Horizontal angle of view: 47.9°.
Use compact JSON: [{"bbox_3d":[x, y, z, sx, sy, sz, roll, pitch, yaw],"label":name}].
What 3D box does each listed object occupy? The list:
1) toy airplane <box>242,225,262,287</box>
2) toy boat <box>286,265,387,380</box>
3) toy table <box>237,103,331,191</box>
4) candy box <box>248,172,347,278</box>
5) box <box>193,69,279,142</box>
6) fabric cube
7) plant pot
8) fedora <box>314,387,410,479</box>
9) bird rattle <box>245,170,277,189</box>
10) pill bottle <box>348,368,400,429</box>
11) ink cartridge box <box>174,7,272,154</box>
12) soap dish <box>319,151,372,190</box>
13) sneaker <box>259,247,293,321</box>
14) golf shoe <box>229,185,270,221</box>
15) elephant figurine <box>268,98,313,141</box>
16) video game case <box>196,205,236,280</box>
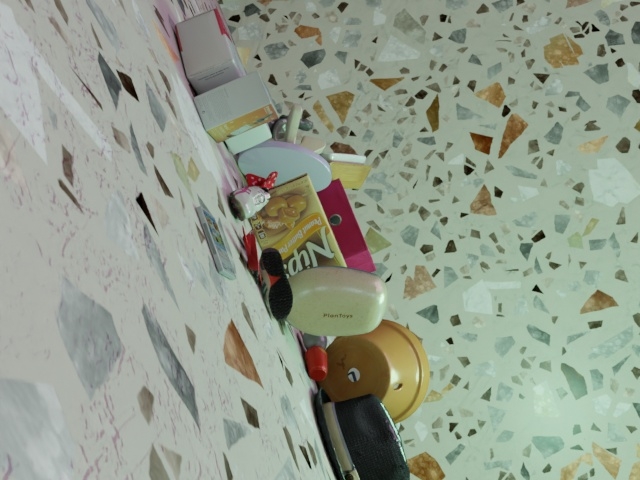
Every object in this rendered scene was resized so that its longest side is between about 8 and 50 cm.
[{"bbox_3d":[-0.146,0.026,1.520,0.151,0.028,0.151,171,-90,-83],"label":"toy airplane"},{"bbox_3d":[0.010,0.181,1.725,0.148,0.267,0.318,-97,-163,-53],"label":"toy boat"},{"bbox_3d":[-0.103,-0.257,2.110,0.274,0.252,0.161,21,46,-24],"label":"toy table"},{"bbox_3d":[-0.056,0.006,1.858,0.087,0.183,0.316,-91,158,-81],"label":"candy box"},{"bbox_3d":[-0.203,-0.323,1.754,0.130,0.170,0.091,44,24,-81],"label":"box"},{"bbox_3d":[0.000,0.000,2.229,0.259,0.258,0.254,60,9,-71],"label":"fabric cube"},{"bbox_3d":[0.120,0.350,1.889,0.203,0.291,0.291,16,50,-66],"label":"plant pot"},{"bbox_3d":[0.111,0.479,1.667,0.334,0.152,0.334,-22,90,-88],"label":"fedora"},{"bbox_3d":[-0.118,-0.075,2.006,0.253,0.143,0.207,51,33,-70],"label":"bird rattle"},{"bbox_3d":[0.136,0.473,2.175,0.264,0.153,0.153,-107,174,-56],"label":"pill bottle"},{"bbox_3d":[-0.257,-0.418,1.916,0.306,0.131,0.226,61,7,-55],"label":"ink cartridge box"},{"bbox_3d":[-0.015,-0.231,2.336,0.229,0.291,0.118,-4,100,-52],"label":"soap dish"},{"bbox_3d":[-0.101,0.099,1.575,0.075,0.057,0.161,136,-58,-71],"label":"sneaker"},{"bbox_3d":[-0.161,-0.097,1.666,0.186,0.086,0.067,-96,165,-75],"label":"golf shoe"},{"bbox_3d":[-0.146,-0.351,2.271,0.239,0.186,0.169,43,17,-34],"label":"elephant figurine"},{"bbox_3d":[-0.180,0.006,1.250,0.087,0.011,0.122,55,13,-75],"label":"video game case"}]
